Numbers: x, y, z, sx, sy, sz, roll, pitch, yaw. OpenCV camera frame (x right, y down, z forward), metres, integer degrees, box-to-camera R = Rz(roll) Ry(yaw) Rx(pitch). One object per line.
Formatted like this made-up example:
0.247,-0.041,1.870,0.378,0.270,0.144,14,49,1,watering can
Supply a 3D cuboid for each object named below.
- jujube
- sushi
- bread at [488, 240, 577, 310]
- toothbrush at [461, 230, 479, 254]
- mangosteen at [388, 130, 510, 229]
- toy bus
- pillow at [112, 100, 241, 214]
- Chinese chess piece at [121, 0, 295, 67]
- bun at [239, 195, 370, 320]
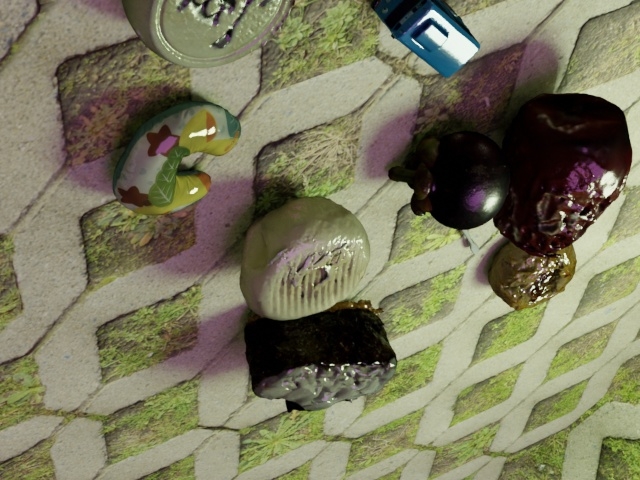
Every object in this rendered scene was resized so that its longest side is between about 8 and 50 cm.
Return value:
0.463,-0.131,2.154,0.258,0.258,0.376,-10,144,-30,jujube
-0.012,0.246,2.336,0.348,0.207,0.234,6,144,-36,sushi
0.508,0.072,2.588,0.230,0.123,0.230,-22,149,-14,bread
0.302,-0.041,2.364,0.020,0.025,0.286,-31,146,4,toothbrush
0.247,-0.119,2.086,0.230,0.194,0.194,8,137,-9,mangosteen
0.174,-0.348,1.771,0.090,0.106,0.185,-41,146,19,toy bus
-0.232,-0.133,1.766,0.214,0.086,0.233,-7,139,-49,pillow
-0.151,-0.354,1.508,0.250,0.101,0.250,-22,147,-15,Chinese chess piece
-0.034,0.027,2.041,0.273,0.168,0.273,-19,142,-16,bun
